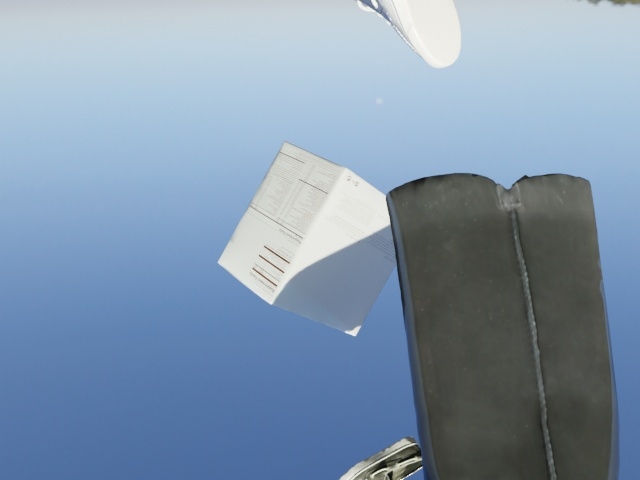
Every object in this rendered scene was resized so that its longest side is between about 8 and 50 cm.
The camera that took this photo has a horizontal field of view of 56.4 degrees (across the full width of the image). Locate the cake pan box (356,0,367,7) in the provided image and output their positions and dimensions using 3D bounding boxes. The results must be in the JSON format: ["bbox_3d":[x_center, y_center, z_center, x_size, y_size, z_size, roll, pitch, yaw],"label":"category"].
[{"bbox_3d":[0.137,-0.464,0.894,0.070,0.246,0.267,37,-173,-47],"label":"cake pan box"}]

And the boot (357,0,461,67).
[{"bbox_3d":[0.080,-0.271,0.658,0.069,0.190,0.086,-38,-164,-22],"label":"boot"}]

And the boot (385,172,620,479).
[{"bbox_3d":[0.098,0.146,0.540,0.366,0.446,0.146,5,162,-13],"label":"boot"}]

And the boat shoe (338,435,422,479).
[{"bbox_3d":[0.129,0.512,1.297,0.219,0.078,0.070,-34,-140,-1],"label":"boat shoe"}]

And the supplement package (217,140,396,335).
[{"bbox_3d":[0.000,0.000,0.878,0.194,0.203,0.149,28,-178,-45],"label":"supplement package"}]
